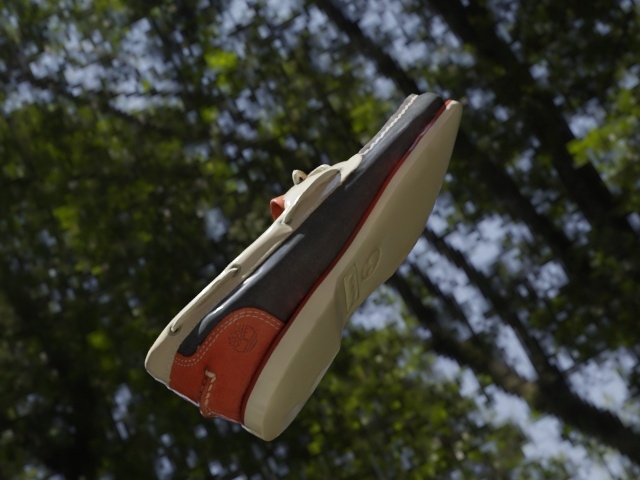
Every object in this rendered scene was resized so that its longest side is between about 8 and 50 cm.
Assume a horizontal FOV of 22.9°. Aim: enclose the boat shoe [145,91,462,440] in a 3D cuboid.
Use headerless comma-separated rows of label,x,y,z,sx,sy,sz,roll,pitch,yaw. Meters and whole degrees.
boat shoe,0.000,0.000,0.488,0.137,0.043,0.049,-54,-24,-29
